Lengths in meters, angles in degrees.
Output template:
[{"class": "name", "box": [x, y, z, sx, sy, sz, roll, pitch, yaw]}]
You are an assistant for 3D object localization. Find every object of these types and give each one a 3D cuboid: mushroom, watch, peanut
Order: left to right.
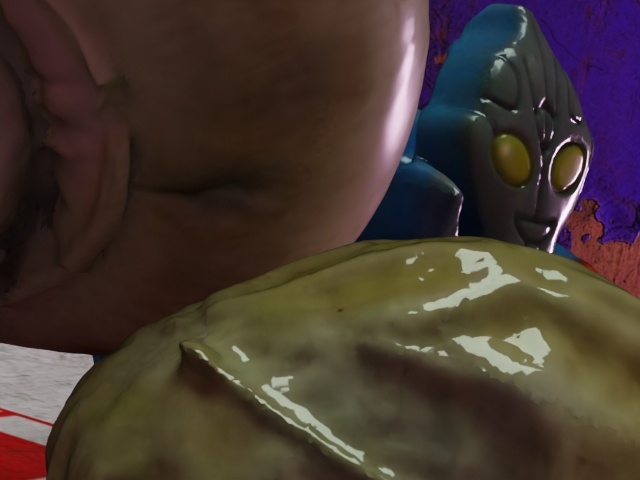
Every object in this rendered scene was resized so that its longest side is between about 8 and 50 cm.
[{"class": "mushroom", "box": [-0.151, -0.092, 0.541, 0.325, 0.353, 0.353, 38, 18, 34]}, {"class": "watch", "box": [0.000, 0.000, 0.769, 0.241, 0.305, 0.274, 10, 10, -45]}, {"class": "peanut", "box": [0.078, 0.092, 0.464, 0.340, 0.174, 0.158, 14, -6, -10]}]
